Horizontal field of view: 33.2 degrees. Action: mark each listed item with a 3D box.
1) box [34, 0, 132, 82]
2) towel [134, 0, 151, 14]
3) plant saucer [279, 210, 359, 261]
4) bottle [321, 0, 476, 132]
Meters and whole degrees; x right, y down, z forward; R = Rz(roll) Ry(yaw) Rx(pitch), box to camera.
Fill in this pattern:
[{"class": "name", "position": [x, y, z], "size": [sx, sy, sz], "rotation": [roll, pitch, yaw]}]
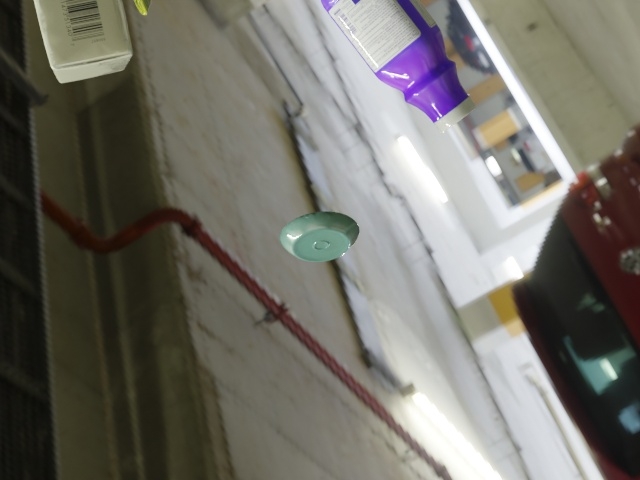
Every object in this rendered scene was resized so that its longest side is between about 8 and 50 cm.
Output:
[{"class": "box", "position": [-0.286, -0.256, 1.290], "size": [0.275, 0.094, 0.113], "rotation": [-151, 48, -76]}, {"class": "towel", "position": [-0.334, -0.571, 2.129], "size": [0.102, 0.021, 0.237], "rotation": [77, -157, -65]}, {"class": "plant saucer", "position": [0.000, 0.000, 1.587], "size": [0.119, 0.119, 0.021], "rotation": [45, -149, -50]}, {"class": "bottle", "position": [0.122, -0.292, 1.599], "size": [0.283, 0.118, 0.092], "rotation": [51, -145, -4]}]
